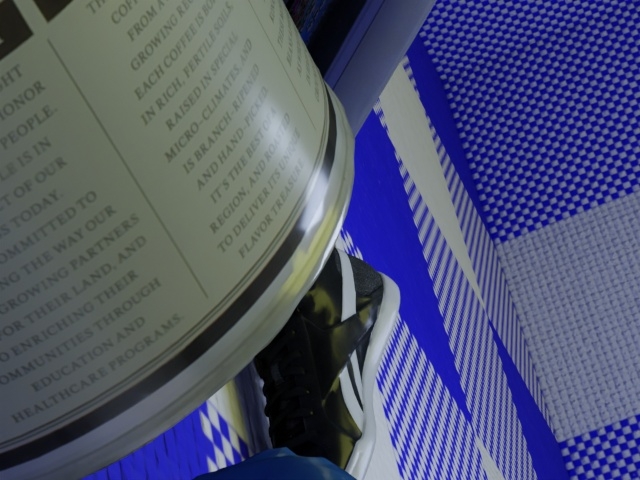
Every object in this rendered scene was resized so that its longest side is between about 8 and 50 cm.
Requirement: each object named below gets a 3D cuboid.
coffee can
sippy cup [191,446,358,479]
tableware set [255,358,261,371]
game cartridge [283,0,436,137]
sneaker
[{"bbox_3d":[-0.133,-0.090,0.408,0.201,0.201,0.275,-98,163,-52],"label":"coffee can"},{"bbox_3d":[0.001,0.200,0.517,0.224,0.305,0.240,54,42,-15],"label":"sippy cup"},{"bbox_3d":[-0.019,0.091,1.152,0.104,0.024,0.154,68,11,17],"label":"tableware set"},{"bbox_3d":[0.004,-0.140,0.956,0.068,0.355,0.230,25,26,-12],"label":"game cartridge"},{"bbox_3d":[-0.026,0.083,1.023,0.121,0.079,0.217,34,43,-21],"label":"sneaker"}]
